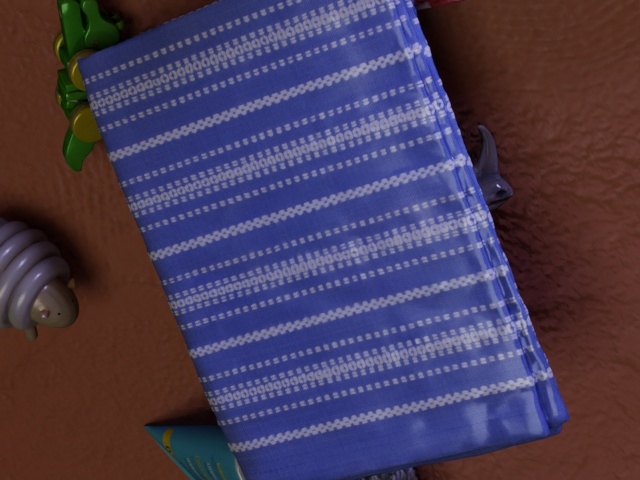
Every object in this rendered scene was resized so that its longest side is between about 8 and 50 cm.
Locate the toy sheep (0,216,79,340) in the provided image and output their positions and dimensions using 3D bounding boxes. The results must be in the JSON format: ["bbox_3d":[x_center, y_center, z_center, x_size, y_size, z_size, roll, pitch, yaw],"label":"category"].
[{"bbox_3d":[-0.242,0.026,1.097,0.132,0.091,0.091,30,126,10],"label":"toy sheep"}]

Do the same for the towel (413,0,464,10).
[{"bbox_3d":[0.139,-0.266,0.792,0.329,0.037,0.237,-9,114,27],"label":"towel"}]

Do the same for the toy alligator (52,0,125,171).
[{"bbox_3d":[-0.156,-0.135,0.987,0.051,0.056,0.190,-9,123,-21],"label":"toy alligator"}]

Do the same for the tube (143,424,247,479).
[{"bbox_3d":[-0.078,0.169,1.100,0.080,0.052,0.207,53,156,-8],"label":"tube"}]

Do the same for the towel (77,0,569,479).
[{"bbox_3d":[0.000,0.000,0.926,0.243,0.040,0.336,-18,98,26],"label":"towel"}]

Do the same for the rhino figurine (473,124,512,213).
[{"bbox_3d":[0.053,0.026,0.973,0.106,0.073,0.243,28,112,-2],"label":"rhino figurine"}]

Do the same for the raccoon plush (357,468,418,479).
[{"bbox_3d":[0.168,0.308,1.036,0.299,0.216,0.446,-11,112,16],"label":"raccoon plush"}]
